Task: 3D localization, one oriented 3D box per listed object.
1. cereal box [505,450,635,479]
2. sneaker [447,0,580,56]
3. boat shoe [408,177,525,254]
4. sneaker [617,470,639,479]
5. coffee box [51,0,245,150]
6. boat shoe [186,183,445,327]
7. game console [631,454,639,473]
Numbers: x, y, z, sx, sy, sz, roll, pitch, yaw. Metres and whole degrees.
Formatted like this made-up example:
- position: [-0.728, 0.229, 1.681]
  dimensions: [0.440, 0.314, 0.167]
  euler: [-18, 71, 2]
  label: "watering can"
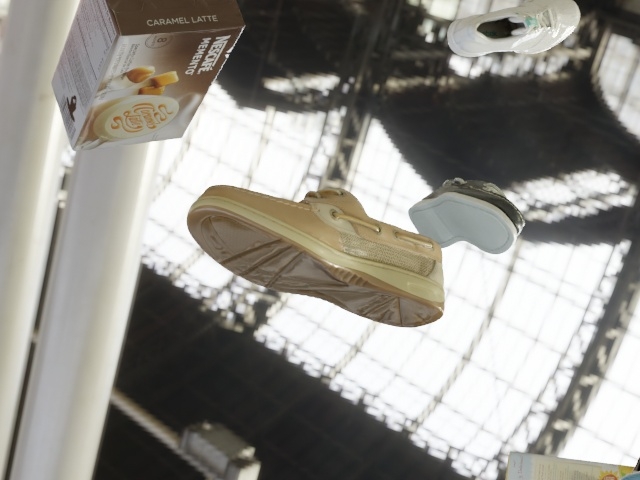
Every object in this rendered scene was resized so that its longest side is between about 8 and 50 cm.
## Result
- position: [0.463, 0.494, 2.269]
  dimensions: [0.240, 0.172, 0.047]
  euler: [6, 169, 9]
  label: "cereal box"
- position: [0.298, -0.312, 1.774]
  dimensions: [0.212, 0.080, 0.094]
  euler: [-16, -177, -17]
  label: "sneaker"
- position: [0.226, -0.048, 1.797]
  dimensions: [0.091, 0.114, 0.302]
  euler: [-39, -163, -14]
  label: "boat shoe"
- position: [0.359, 0.291, 1.271]
  dimensions: [0.073, 0.063, 0.162]
  euler: [-28, -159, -28]
  label: "sneaker"
- position: [-0.195, -0.202, 1.329]
  dimensions: [0.141, 0.246, 0.098]
  euler: [-10, -109, -28]
  label: "coffee box"
- position: [0.000, 0.000, 1.390]
  dimensions: [0.341, 0.110, 0.122]
  euler: [24, 149, -32]
  label: "boat shoe"
- position: [0.397, 0.411, 1.622]
  dimensions: [0.044, 0.361, 0.213]
  euler: [24, -179, -26]
  label: "game console"
